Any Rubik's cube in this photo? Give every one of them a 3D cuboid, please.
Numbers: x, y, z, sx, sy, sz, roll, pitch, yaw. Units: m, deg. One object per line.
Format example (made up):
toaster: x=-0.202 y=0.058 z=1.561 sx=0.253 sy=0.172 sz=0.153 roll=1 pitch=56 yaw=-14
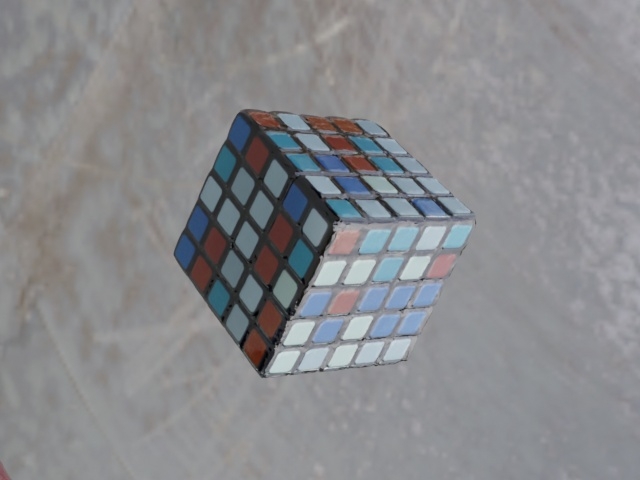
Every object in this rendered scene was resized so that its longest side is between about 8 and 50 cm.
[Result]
Rubik's cube: x=0.000 y=0.000 z=1.296 sx=0.182 sy=0.187 sz=0.184 roll=-1 pitch=126 yaw=-40

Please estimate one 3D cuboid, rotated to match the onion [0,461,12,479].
onion: x=-0.440 y=0.317 z=1.282 sx=0.347 sy=0.285 sz=0.348 roll=30 pitch=45 yaw=-34
